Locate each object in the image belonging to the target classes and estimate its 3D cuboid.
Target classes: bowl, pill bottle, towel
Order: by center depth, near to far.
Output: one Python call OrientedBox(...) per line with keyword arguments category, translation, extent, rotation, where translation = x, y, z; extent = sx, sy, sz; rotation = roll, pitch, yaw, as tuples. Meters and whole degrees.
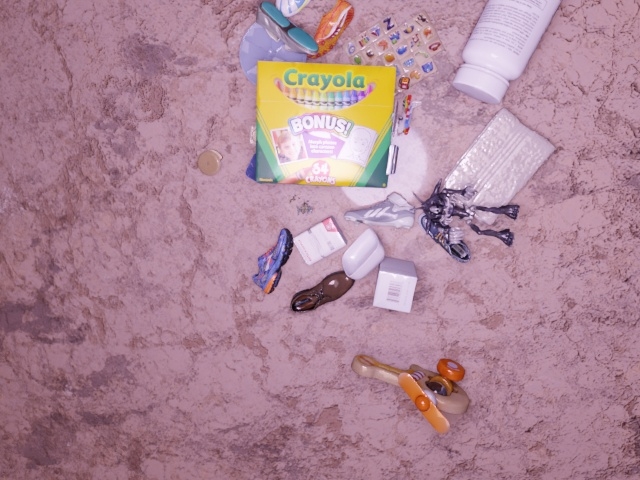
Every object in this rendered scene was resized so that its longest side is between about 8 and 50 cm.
OrientedBox(category="pill bottle", translation=(0.459, -0.504, 1.032), extent=(0.160, 0.160, 0.283), rotation=(26, 104, 4))
OrientedBox(category="towel", translation=(0.485, -0.198, 1.148), extent=(0.187, 0.049, 0.282), rotation=(36, 106, -1))
OrientedBox(category="bowl", translation=(0.132, 0.045, 1.218), extent=(0.053, 0.142, 0.142), rotation=(36, 107, -22))

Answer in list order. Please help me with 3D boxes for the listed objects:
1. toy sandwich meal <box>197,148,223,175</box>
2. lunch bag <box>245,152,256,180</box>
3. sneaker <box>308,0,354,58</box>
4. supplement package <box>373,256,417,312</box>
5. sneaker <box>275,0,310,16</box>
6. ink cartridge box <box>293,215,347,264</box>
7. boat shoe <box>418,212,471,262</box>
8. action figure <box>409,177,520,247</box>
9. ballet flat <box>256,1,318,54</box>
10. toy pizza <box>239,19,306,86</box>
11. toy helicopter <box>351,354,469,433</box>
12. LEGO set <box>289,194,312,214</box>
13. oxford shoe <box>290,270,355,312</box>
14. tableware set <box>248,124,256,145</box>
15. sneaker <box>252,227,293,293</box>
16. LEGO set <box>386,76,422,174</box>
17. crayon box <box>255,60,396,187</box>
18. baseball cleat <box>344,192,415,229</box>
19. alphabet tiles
OrientedBox(category="toy sandwich meal", translation=(-0.344, -0.245, 1.291), extent=(0.085, 0.029, 0.085), rotation=(3, 106, 10))
OrientedBox(category="lunch bag", translation=(-0.173, -0.227, 1.244), extent=(0.067, 0.065, 0.098), rotation=(34, 115, -2))
OrientedBox(category="sneaker", translation=(0.020, -0.586, 1.152), extent=(0.175, 0.064, 0.067), rotation=(-47, 69, 11))
OrientedBox(category="supplement package", translation=(0.214, 0.121, 1.189), extent=(0.105, 0.179, 0.105), rotation=(10, 103, 8))
OrientedBox(category="sneaker", translation=(-0.046, -0.718, 1.093), extent=(0.091, 0.126, 0.240), rotation=(40, 104, 0))
OrientedBox(category="ink cartridge box", translation=(0.000, 0.000, 1.265), extent=(0.135, 0.056, 0.099), rotation=(-29, 95, 13))
OrientedBox(category="boat shoe", translation=(0.361, -0.012, 1.187), extent=(0.183, 0.083, 0.065), rotation=(41, 105, 0))
OrientedBox(category="action figure", translation=(0.378, -0.073, 1.099), extent=(0.275, 0.141, 0.164), rotation=(12, 98, 11))
OrientedBox(category="ballet flat", translation=(-0.092, -0.564, 1.133), extent=(0.213, 0.072, 0.068), rotation=(44, 143, 5))
OrientedBox(category="toy pizza", translation=(-0.136, -0.538, 1.193), extent=(0.201, 0.032, 0.201), rotation=(2, 101, 10))
OrientedBox(category="toy helicopter", translation=(0.260, 0.426, 1.215), extent=(0.355, 0.235, 0.140), rotation=(17, 104, 6))
OrientedBox(category="LEGO set", translation=(-0.056, -0.108, 1.275), extent=(0.054, 0.023, 0.083), rotation=(-35, 81, 12))
OrientedBox(category="oxford shoe", translation=(0.007, 0.169, 1.280), extent=(0.227, 0.096, 0.083), rotation=(-31, 93, 12))
OrientedBox(category="tableware set", translation=(-0.134, -0.333, 1.241), extent=(0.168, 0.020, 0.141), rotation=(23, 104, 4))
OrientedBox(category="sneaker", translation=(-0.154, 0.060, 1.294), extent=(0.087, 0.083, 0.221), rotation=(26, 102, 9))
OrientedBox(category="LEGO set", translation=(0.224, -0.298, 1.102), extent=(0.060, 0.182, 0.244), rotation=(9, 102, 15))
OrientedBox(category="crayon box", translation=(0.009, -0.310, 1.131), extent=(0.363, 0.106, 0.313), rotation=(2, 102, 0))
OrientedBox(category="baseball cleat", translation=(0.176, -0.090, 1.221), extent=(0.206, 0.072, 0.109), rotation=(8, 87, 6))
OrientedBox(category="alphabet tiles", translation=(0.210, -0.520, 1.150), extent=(0.237, 0.009, 0.198), rotation=(-28, 95, 13))
